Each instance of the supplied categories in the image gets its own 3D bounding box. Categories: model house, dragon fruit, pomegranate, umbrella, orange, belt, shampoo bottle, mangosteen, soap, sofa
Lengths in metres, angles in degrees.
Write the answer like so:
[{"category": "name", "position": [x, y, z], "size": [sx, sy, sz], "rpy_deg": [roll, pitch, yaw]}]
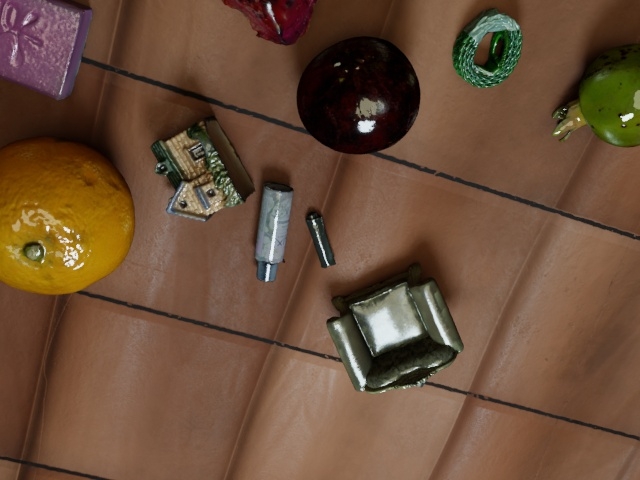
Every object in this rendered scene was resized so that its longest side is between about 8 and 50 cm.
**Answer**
[{"category": "model house", "position": [-0.252, -0.131, 1.332], "size": [0.172, 0.166, 0.183], "rpy_deg": [-24, 99, 9]}, {"category": "dragon fruit", "position": [-0.123, -0.497, 1.153], "size": [0.302, 0.240, 0.330], "rpy_deg": [-10, 106, 20]}, {"category": "pomegranate", "position": [0.583, -0.264, 1.313], "size": [0.246, 0.198, 0.198], "rpy_deg": [-41, 108, 16]}, {"category": "umbrella", "position": [0.002, -0.001, 1.464], "size": [0.036, 0.031, 0.133], "rpy_deg": [-27, 113, -21]}, {"category": "orange", "position": [-0.512, -0.044, 1.274], "size": [0.311, 0.312, 0.312], "rpy_deg": [-1, 111, -3]}, {"category": "belt", "position": [0.332, -0.376, 1.311], "size": [0.121, 0.079, 0.151], "rpy_deg": [21, 108, -11]}, {"category": "shampoo bottle", "position": [-0.103, -0.015, 1.432], "size": [0.072, 0.072, 0.214], "rpy_deg": [7, 111, -6]}, {"category": "mangosteen", "position": [0.078, -0.252, 1.286], "size": [0.235, 0.236, 0.261], "rpy_deg": [-16, 145, 3]}, {"category": "soap", "position": [-0.580, -0.396, 1.243], "size": [0.259, 0.081, 0.181], "rpy_deg": [21, 109, -11]}, {"category": "sofa", "position": [0.159, 0.196, 1.453], "size": [0.258, 0.182, 0.200], "rpy_deg": [-22, 100, 7]}]

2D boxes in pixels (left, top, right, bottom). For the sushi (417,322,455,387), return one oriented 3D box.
[{"category": "sushi", "position": [0.224, 0.259, 1.578], "size": [0.139, 0.031, 0.201], "rpy_deg": [18, 109, -10]}]
